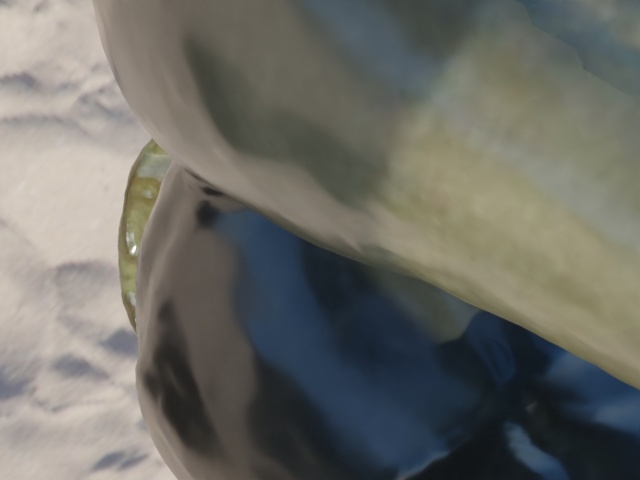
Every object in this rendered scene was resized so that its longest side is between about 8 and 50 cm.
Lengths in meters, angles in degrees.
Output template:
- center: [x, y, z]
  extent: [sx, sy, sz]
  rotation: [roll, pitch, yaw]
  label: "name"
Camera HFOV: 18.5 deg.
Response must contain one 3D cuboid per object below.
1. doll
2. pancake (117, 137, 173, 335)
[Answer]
- center: [0.060, 0.074, 0.531]
  extent: [0.252, 0.378, 0.382]
  rotation: [-45, 61, -2]
  label: "doll"
- center: [0.000, 0.000, 1.064]
  extent: [0.242, 0.242, 0.050]
  rotation: [16, 28, -18]
  label: "pancake"
